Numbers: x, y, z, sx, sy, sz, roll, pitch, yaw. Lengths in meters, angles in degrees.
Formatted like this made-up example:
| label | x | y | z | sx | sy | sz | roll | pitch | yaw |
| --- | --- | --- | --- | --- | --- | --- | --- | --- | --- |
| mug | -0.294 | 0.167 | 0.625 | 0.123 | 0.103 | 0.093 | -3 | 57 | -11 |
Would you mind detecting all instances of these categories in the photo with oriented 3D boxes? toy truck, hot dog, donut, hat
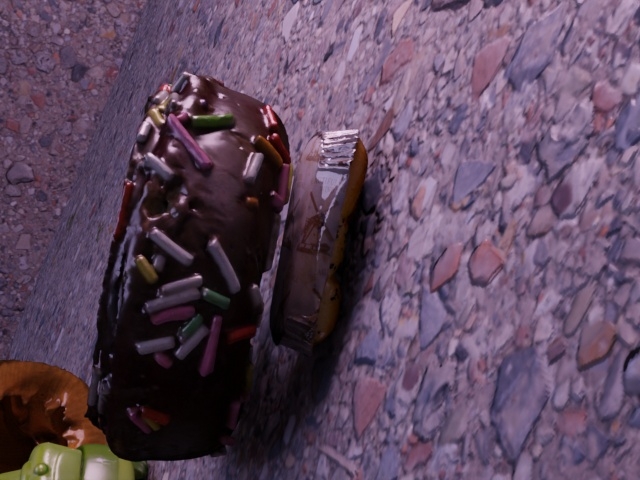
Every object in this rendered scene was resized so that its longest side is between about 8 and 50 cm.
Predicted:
| label | x | y | z | sx | sy | sz | roll | pitch | yaw |
| --- | --- | --- | --- | --- | --- | --- | --- | --- | --- |
| toy truck | -0.294 | 0.297 | 1.178 | 0.187 | 0.210 | 0.148 | -34 | 37 | 30 |
| hot dog | 0.000 | 0.000 | 0.879 | 0.108 | 0.059 | 0.191 | -172 | 95 | -78 |
| donut | -0.103 | 0.021 | 0.897 | 0.259 | 0.136 | 0.345 | 122 | 157 | -82 |
| hat | -0.399 | 0.281 | 1.469 | 0.233 | 0.244 | 0.233 | -66 | 6 | -9 |
